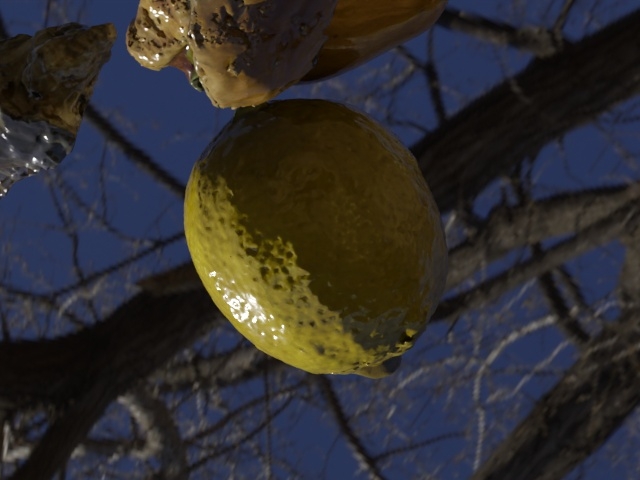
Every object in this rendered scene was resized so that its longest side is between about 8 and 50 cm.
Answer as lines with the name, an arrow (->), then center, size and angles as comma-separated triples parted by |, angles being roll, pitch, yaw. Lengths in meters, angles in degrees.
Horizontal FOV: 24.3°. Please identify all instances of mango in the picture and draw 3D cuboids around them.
mango -> 0.021, -0.222, 1.485 | 0.219, 0.112, 0.145 | -11, -157, 8

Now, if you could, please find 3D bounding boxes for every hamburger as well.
hamburger -> -0.042, -0.193, 0.983 | 0.124, 0.262, 0.131 | 28, -144, 7

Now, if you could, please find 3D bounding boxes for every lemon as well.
lemon -> 0.000, 0.000, 1.480 | 0.245, 0.245, 0.320 | -40, -73, -33

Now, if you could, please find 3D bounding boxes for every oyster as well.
oyster -> -0.353, -0.130, 1.668 | 0.166, 0.341, 0.110 | 52, -149, -27
